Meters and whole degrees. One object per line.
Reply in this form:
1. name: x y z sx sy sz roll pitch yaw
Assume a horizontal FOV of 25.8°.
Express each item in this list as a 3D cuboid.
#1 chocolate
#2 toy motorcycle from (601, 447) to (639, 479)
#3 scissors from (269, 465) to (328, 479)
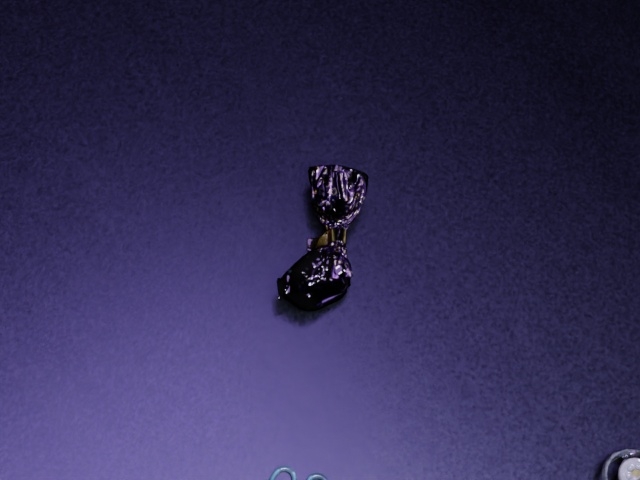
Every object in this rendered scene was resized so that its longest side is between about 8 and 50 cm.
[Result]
1. chocolate: 0.003 0.000 1.358 0.072 0.070 0.147 19 78 -10
2. toy motorcycle: 0.291 0.301 1.258 0.151 0.074 0.228 24 59 9
3. scissors: -0.027 0.264 1.267 0.058 0.014 0.119 12 64 -1
